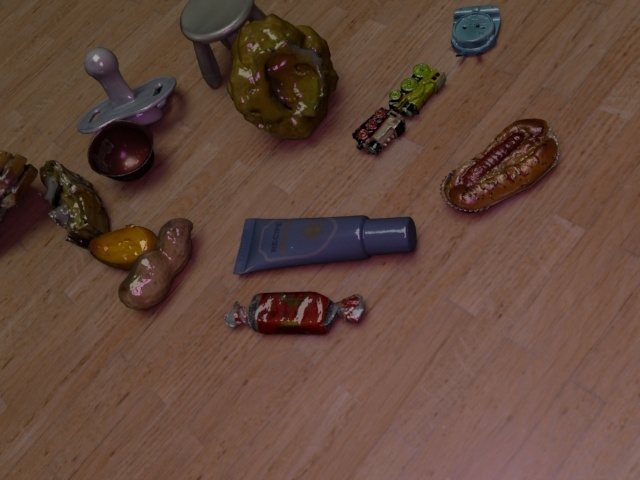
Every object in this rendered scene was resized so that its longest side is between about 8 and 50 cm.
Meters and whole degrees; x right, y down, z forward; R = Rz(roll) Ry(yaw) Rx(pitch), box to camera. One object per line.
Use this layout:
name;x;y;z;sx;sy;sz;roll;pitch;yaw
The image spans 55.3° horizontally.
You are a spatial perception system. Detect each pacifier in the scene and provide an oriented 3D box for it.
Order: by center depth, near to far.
pacifier;-0.517;-0.394;1.571;0.287;0.226;0.238;-16;39;10

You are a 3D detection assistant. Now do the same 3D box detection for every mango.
mango;-0.443;0.018;1.395;0.187;0.066;0.101;-2;72;12

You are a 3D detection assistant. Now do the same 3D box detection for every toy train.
toy train;0.173;-0.288;1.351;0.085;0.053;0.250;38;80;27

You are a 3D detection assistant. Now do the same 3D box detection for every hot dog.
hot dog;0.351;-0.141;1.191;0.252;0.069;0.131;-36;57;0

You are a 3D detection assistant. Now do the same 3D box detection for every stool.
stool;-0.227;-0.514;1.542;0.195;0.199;0.195;6;65;21

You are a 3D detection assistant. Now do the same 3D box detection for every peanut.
peanut;-0.346;0.051;1.323;0.085;0.104;0.228;21;69;37

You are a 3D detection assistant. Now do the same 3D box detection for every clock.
clock;0.349;-0.468;1.391;0.108;0.045;0.147;4;64;24

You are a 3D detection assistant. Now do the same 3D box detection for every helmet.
helmet;-0.470;-0.209;1.513;0.175;0.106;0.155;-9;69;12

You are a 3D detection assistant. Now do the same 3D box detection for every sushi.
sushi;-0.614;-0.094;1.488;0.131;0.139;0.291;-38;57;6

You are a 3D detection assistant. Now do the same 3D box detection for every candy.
candy;-0.055;0.141;1.191;0.292;0.059;0.086;-2;65;20

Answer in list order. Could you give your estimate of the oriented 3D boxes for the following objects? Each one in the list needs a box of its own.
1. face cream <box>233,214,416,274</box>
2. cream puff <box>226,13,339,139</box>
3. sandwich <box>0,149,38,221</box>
face cream;0.000;0.000;1.238;0.385;0.086;0.136;-4;61;24
cream puff;-0.069;-0.357;1.350;0.185;0.282;0.282;11;65;45
sandwich;-0.821;-0.079;1.512;0.254;0.099;0.288;-7;55;57
